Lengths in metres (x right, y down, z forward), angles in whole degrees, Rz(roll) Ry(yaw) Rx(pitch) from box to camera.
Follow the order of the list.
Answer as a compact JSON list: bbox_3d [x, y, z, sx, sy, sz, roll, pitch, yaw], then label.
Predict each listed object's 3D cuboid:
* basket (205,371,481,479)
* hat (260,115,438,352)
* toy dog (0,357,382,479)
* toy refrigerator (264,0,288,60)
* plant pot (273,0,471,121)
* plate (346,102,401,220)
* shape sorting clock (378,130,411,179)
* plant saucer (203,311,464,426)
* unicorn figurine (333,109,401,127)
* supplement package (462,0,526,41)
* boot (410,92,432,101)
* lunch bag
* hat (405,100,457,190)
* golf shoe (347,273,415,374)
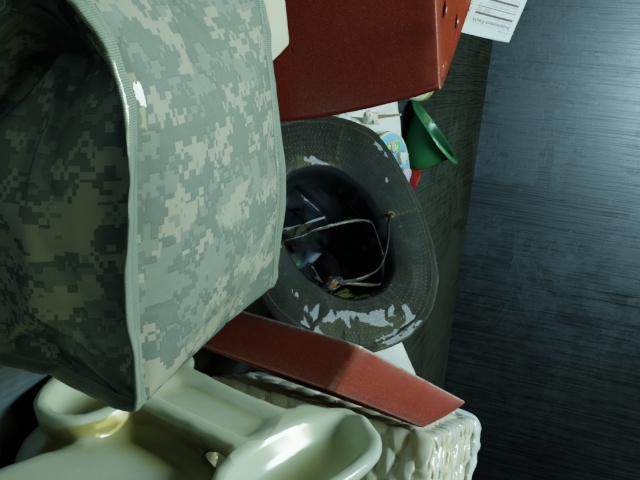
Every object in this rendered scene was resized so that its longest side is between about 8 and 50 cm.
[{"bbox_3d":[0.009,0.352,0.912,0.266,0.328,0.331,32,70,-68],"label":"basket"},{"bbox_3d":[0.000,0.000,0.936,0.134,0.331,0.331,-33,-149,55],"label":"hat"},{"bbox_3d":[-0.138,0.346,0.566,0.395,0.285,0.407,-38,137,-62],"label":"toy dog"},{"bbox_3d":[-0.103,-0.285,0.604,0.094,0.102,0.269,-58,152,-47],"label":"toy refrigerator"},{"bbox_3d":[0.043,-0.306,0.805,0.267,0.236,0.267,74,32,-51],"label":"plant pot"},{"bbox_3d":[0.075,-0.113,1.188,0.278,0.045,0.277,-39,132,-46],"label":"plate"},{"bbox_3d":[0.109,-0.081,1.170,0.206,0.040,0.206,-26,121,-52],"label":"shape sorting clock"},{"bbox_3d":[-0.008,0.138,0.764,0.258,0.259,0.047,35,70,-50],"label":"plant saucer"},{"bbox_3d":[0.022,-0.158,1.024,0.111,0.060,0.162,23,111,-48],"label":"unicorn figurine"},{"bbox_3d":[0.207,-0.469,1.044,0.198,0.199,0.262,1,122,-31],"label":"supplement package"},{"bbox_3d":[0.098,-0.336,1.170,0.165,0.077,0.213,-10,77,-43],"label":"boot"},{"bbox_3d":[-0.135,-0.062,0.526,0.235,0.169,0.287,-43,143,-60],"label":"lunch bag"},{"bbox_3d":[0.209,-0.198,1.663,0.208,0.184,0.173,54,20,-3],"label":"hat"},{"bbox_3d":[0.054,0.104,1.009,0.115,0.306,0.140,13,110,-32],"label":"golf shoe"}]
